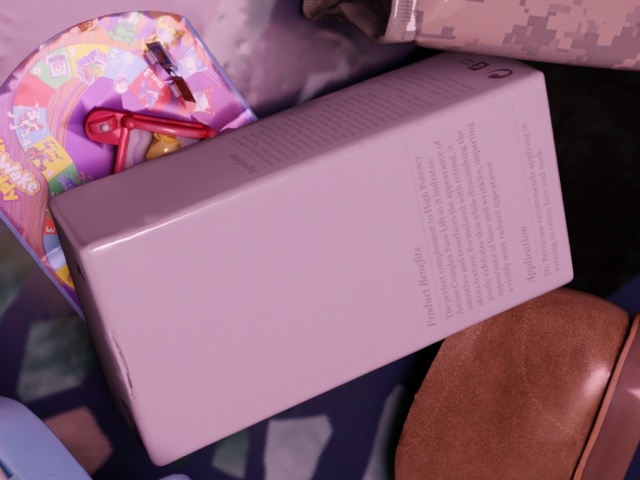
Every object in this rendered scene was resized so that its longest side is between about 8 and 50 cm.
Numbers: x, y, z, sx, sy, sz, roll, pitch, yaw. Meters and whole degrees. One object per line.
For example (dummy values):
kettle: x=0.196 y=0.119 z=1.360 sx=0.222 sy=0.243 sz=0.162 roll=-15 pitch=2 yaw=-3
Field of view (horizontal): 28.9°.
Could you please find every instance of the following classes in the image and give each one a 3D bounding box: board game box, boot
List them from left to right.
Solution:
board game box: x=-0.085 y=-0.026 z=0.612 sx=0.133 sy=0.033 sz=0.168 roll=-37 pitch=107 yaw=-6
boot: x=0.087 y=0.166 z=0.680 sx=0.115 sy=0.112 sz=0.305 roll=21 pitch=100 yaw=12

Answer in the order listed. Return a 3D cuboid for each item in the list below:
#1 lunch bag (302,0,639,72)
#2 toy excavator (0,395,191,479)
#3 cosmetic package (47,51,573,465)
lunch bag: x=0.129 y=-0.225 z=0.562 sx=0.235 sy=0.169 sz=0.286 roll=3 pitch=104 yaw=-16
toy excavator: x=-0.181 y=0.112 z=0.499 sx=0.445 sy=0.222 sz=0.433 roll=47 pitch=128 yaw=10
cosmetic package: x=0.000 y=0.000 z=0.594 sx=0.231 sy=0.085 sz=0.117 roll=-21 pitch=115 yaw=-16
